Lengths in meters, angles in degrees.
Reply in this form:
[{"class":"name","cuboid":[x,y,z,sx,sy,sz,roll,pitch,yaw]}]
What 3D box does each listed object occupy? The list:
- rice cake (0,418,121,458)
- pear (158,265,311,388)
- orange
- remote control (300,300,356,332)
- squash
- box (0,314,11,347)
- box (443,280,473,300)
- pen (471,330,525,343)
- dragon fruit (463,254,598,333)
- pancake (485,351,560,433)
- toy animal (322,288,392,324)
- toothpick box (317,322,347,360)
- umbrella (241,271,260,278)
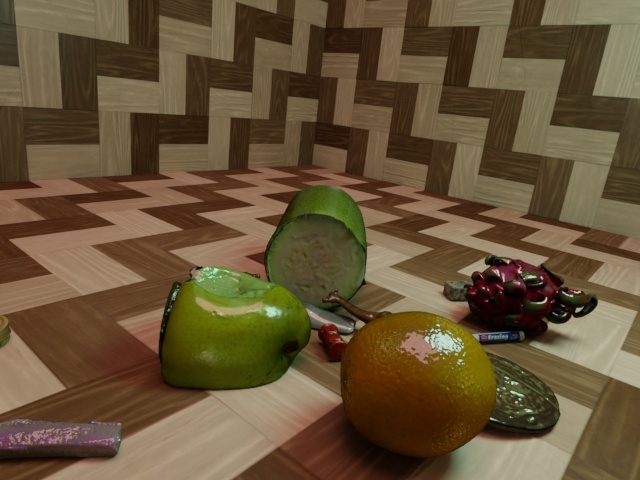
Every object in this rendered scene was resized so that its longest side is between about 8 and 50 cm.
[{"class":"rice cake","cuboid":[-0.381,0.275,0.623,0.207,0.036,0.047,4,22,-10]},{"class":"pear","cuboid":[-0.150,0.158,0.886,0.293,0.159,0.292,9,17,-3]},{"class":"orange","cuboid":[0.146,0.216,0.703,0.236,0.236,0.236,6,17,-2]},{"class":"remote control","cuboid":[-0.029,0.169,1.073,0.229,0.044,0.073,10,15,11]},{"class":"squash","cuboid":[0.000,0.000,1.271,0.263,0.263,0.384,7,18,1]},{"class":"box","cuboid":[-0.642,0.175,0.851,0.106,0.037,0.105,6,18,-2]},{"class":"box","cuboid":[0.408,0.144,1.309,0.098,0.045,0.062,0,17,-15]},{"class":"pen","cuboid":[0.388,0.228,1.064,0.204,0.025,0.025,0,18,-17]},{"class":"dragon fruit","cuboid":[0.504,0.145,1.130,0.273,0.218,0.198,28,72,41]},{"class":"pancake","cuboid":[0.315,0.274,0.859,0.250,0.031,0.250,9,18,-3]},{"class":"toy animal","cuboid":[0.123,0.186,1.016,0.224,0.066,0.229,4,27,-10]},{"class":"toothpick box","cuboid":[0.028,0.212,0.950,0.047,0.047,0.083,1,18,-18]},{"class":"umbrella","cuboid":[-0.232,0.105,1.220,0.144,0.037,0.040,-4,41,-28]}]
